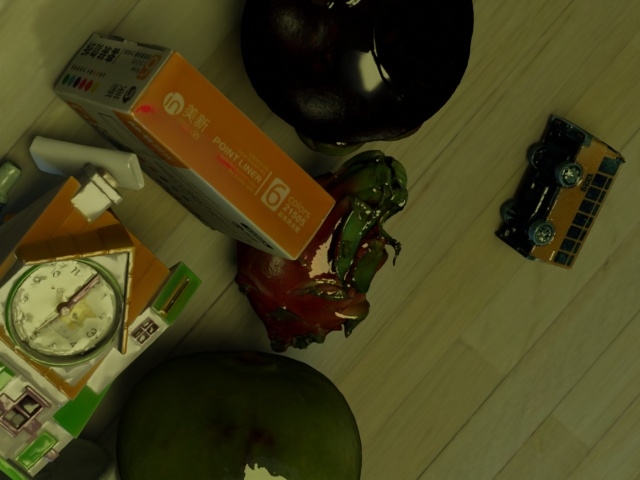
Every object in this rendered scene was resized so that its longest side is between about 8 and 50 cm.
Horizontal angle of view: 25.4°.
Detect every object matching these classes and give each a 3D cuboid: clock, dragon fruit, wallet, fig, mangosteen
[{"bbox_3d":[-0.300,0.075,1.552,0.309,0.166,0.235,-45,117,-1],"label":"clock"},{"bbox_3d":[0.011,0.018,1.693,0.198,0.269,0.200,-14,84,-50],"label":"dragon fruit"},{"bbox_3d":[-0.260,-0.084,1.585,0.061,0.122,0.025,77,28,-60],"label":"wallet"},{"bbox_3d":[-0.097,0.290,1.699,0.316,0.316,0.316,-9,114,-22],"label":"fig"},{"bbox_3d":[0.055,-0.223,1.606,0.287,0.233,0.287,2,87,-45],"label":"mangosteen"}]

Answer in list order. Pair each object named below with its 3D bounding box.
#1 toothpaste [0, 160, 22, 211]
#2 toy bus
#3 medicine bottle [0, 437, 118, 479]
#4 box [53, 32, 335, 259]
[{"bbox_3d":[-0.408,-0.002,1.595,0.062,0.037,0.216,35,97,-32],"label":"toothpaste"},{"bbox_3d":[0.321,-0.062,1.879,0.103,0.091,0.182,16,105,-31],"label":"toy bus"},{"bbox_3d":[-0.325,0.416,1.714,0.190,0.190,0.332,-10,114,-21],"label":"medicine bottle"},{"bbox_3d":[-0.141,-0.105,1.568,0.274,0.221,0.091,43,77,-30],"label":"box"}]
